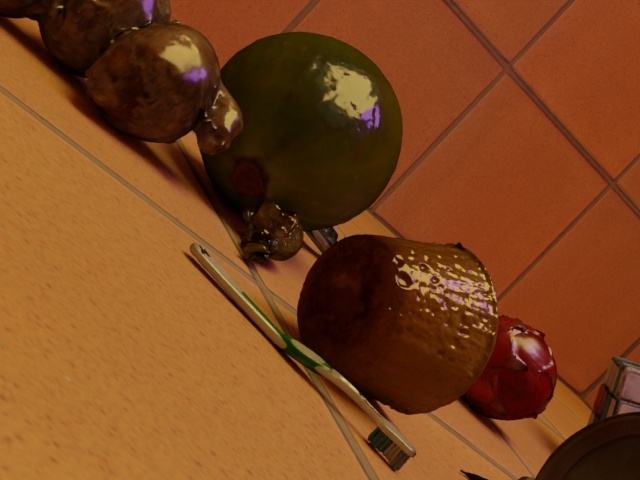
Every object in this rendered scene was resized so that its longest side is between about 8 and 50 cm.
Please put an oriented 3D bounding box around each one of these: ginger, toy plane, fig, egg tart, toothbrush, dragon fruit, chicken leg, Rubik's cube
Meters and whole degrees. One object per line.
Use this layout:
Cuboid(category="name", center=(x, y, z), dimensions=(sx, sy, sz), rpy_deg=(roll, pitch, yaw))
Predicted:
Cuboid(category="ginger", center=(-0.250, -0.244, 1.340), dimensions=(0.375, 0.176, 0.256), rpy_deg=(46, 24, 7))
Cuboid(category="toy plane", center=(0.001, -0.003, 1.765), dimensions=(0.226, 0.058, 0.226), rpy_deg=(29, 0, 26))
Cuboid(category="fig", center=(-0.041, -0.140, 1.506), dimensions=(0.316, 0.316, 0.316), rpy_deg=(43, 6, -6))
Cuboid(category="egg tart", center=(0.076, 0.076, 1.152), dimensions=(0.147, 0.202, 0.202), rpy_deg=(26, 16, -41))
Cuboid(category="toothbrush", center=(-0.021, 0.106, 1.043), dimensions=(0.304, 0.030, 0.030), rpy_deg=(45, 7, 12))
Cuboid(category="dragon fruit", center=(0.302, 0.208, 1.750), dimensions=(0.209, 0.172, 0.172), rpy_deg=(42, 7, -3))
Cuboid(category="chicken leg", center=(-0.070, -0.005, 1.347), dimensions=(0.093, 0.070, 0.178), rpy_deg=(38, 16, -2))
Cuboid(category="Rubik's cube", center=(0.681, 0.395, 2.133), dimensions=(0.256, 0.253, 0.259), rpy_deg=(17, 3, 7))

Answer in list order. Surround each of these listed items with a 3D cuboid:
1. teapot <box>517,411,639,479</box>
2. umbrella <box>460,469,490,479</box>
Cuboid(category="teapot", center=(0.344, 0.338, 1.123), dimensions=(0.315, 0.233, 0.312), rpy_deg=(10, -25, 43))
Cuboid(category="umbrella", center=(0.212, 0.299, 1.286), dimensions=(0.149, 0.022, 0.022), rpy_deg=(34, 15, -32))
